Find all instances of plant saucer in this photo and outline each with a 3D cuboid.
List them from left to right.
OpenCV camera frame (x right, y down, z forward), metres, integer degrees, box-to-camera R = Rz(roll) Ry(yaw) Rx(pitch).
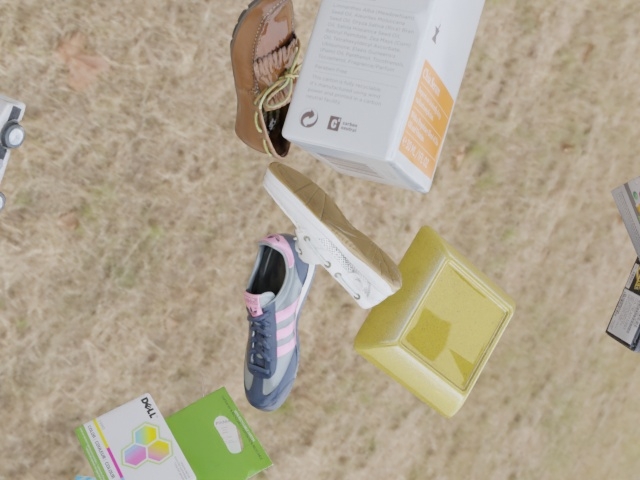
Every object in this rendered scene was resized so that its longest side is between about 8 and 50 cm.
[{"bbox_3d":[0.283,0.188,1.844,0.333,0.081,0.332,38,74,-24],"label":"plant saucer"}]

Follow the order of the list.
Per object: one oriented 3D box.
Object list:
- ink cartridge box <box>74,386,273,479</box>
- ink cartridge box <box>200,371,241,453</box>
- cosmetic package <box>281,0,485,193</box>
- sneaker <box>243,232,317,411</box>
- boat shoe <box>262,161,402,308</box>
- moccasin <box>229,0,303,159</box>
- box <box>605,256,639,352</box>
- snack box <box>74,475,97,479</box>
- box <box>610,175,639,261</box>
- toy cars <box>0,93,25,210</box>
[{"bbox_3d":[-0.234,0.334,1.328,0.255,0.189,0.097,-26,141,-19],"label":"ink cartridge box"},{"bbox_3d":[-0.203,0.404,1.690,0.056,0.224,0.181,-6,137,-12],"label":"ink cartridge box"},{"bbox_3d":[0.118,-0.316,1.156,0.230,0.162,0.453,19,86,-68],"label":"cosmetic package"},{"bbox_3d":[-0.099,0.141,1.446,0.131,0.112,0.318,17,80,-57],"label":"sneaker"},{"bbox_3d":[0.000,0.000,1.273,0.096,0.277,0.098,-43,-177,26],"label":"boat shoe"},{"bbox_3d":[-0.089,-0.296,1.540,0.139,0.147,0.380,-38,156,-34],"label":"moccasin"},{"bbox_3d":[0.624,0.051,1.281,0.296,0.073,0.293,14,104,-24],"label":"box"},{"bbox_3d":[-0.409,0.599,1.589,0.187,0.322,0.060,9,119,-10],"label":"snack box"},{"bbox_3d":[0.461,-0.024,1.081,0.038,0.145,0.186,-19,174,-8],"label":"box"},{"bbox_3d":[-0.556,-0.061,1.124,0.394,0.176,0.087,-32,164,17],"label":"toy cars"}]
